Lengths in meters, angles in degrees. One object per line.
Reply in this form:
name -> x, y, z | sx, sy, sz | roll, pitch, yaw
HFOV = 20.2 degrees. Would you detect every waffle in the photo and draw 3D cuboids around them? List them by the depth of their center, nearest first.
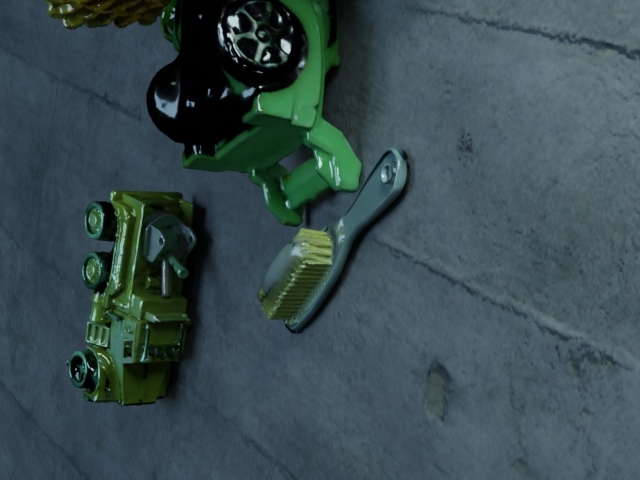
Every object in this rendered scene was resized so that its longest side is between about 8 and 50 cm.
waffle -> -0.216, -0.327, 2.151 | 0.253, 0.249, 0.056 | 78, 173, -71

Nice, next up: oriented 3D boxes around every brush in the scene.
brush -> 0.000, 0.000, 1.779 | 0.297, 0.060, 0.068 | 126, 143, -47

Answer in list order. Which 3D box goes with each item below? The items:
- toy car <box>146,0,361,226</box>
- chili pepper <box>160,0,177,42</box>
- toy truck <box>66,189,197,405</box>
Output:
toy car -> -0.065, -0.211, 1.841 | 0.213, 0.176, 0.358 | -34, 52, 58
chili pepper -> -0.114, -0.316, 2.048 | 0.257, 0.100, 0.074 | -61, -8, 31
toy truck -> -0.211, 0.079, 2.141 | 0.135, 0.128, 0.259 | 29, 111, 48
